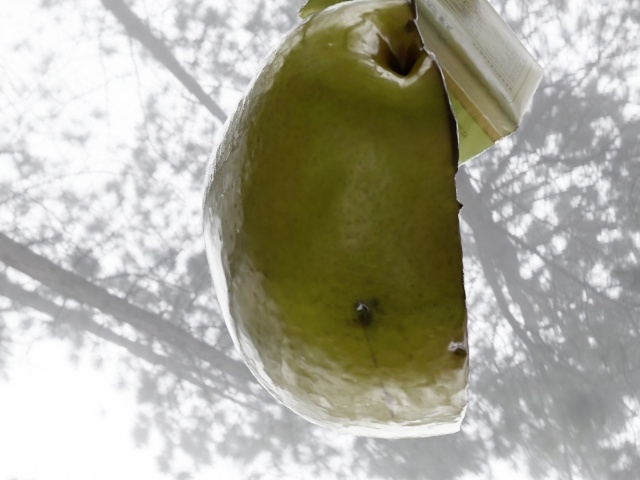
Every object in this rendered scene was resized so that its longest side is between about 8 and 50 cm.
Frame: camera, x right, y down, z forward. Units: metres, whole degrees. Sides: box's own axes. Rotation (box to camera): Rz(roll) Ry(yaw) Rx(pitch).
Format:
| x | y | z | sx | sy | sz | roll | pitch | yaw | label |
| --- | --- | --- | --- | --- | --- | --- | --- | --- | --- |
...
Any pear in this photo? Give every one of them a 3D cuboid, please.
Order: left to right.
| x | y | z | sx | sy | sz | roll | pitch | yaw | label |
| --- | --- | --- | --- | --- | --- | --- | --- | --- | --- |
| 0.000 | 0.000 | 0.814 | 0.191 | 0.386 | 0.340 | -10 | -139 | -2 | pear |

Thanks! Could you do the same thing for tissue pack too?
| x | y | z | sx | sy | sz | roll | pitch | yaw | label |
| --- | --- | --- | --- | --- | --- | --- | --- | --- | --- |
| 0.109 | -0.208 | 1.023 | 0.125 | 0.234 | 0.159 | -34 | -166 | 37 | tissue pack |
